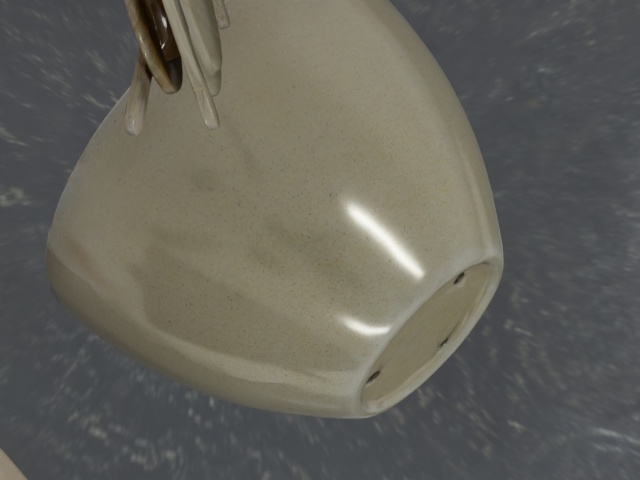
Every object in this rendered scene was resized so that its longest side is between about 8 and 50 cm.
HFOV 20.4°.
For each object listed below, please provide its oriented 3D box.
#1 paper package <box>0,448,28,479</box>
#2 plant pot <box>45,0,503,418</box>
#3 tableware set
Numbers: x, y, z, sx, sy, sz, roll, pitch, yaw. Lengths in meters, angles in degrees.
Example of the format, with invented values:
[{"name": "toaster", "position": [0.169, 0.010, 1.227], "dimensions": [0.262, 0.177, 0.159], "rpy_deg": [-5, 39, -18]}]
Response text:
[{"name": "paper package", "position": [-0.202, 0.313, 0.907], "dimensions": [0.309, 0.168, 0.325], "rpy_deg": [-26, 63, -42]}, {"name": "plant pot", "position": [0.000, 0.000, 1.102], "dimensions": [0.191, 0.284, 0.284], "rpy_deg": [43, 89, 20]}, {"name": "tableware set", "position": [-0.081, -0.139, 0.666], "dimensions": [0.039, 0.128, 0.194], "rpy_deg": [-15, 115, 6]}]
